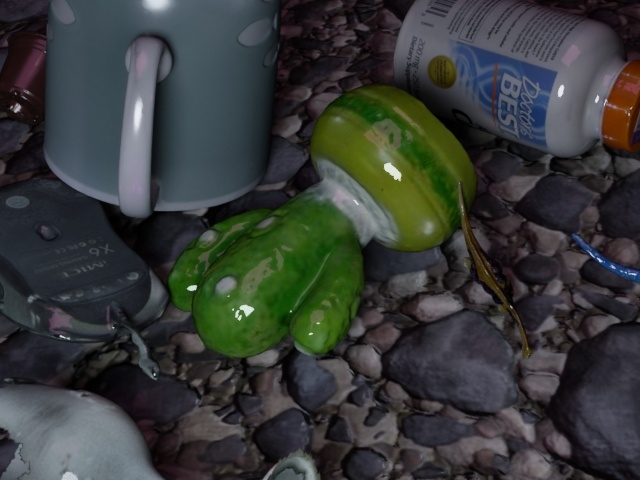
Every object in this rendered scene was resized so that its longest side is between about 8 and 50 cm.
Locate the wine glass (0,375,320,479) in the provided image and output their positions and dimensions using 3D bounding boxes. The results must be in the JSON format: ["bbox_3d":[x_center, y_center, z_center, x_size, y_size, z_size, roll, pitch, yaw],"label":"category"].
[{"bbox_3d":[-0.164,0.209,1.022,0.321,0.143,0.143,10,46,23],"label":"wine glass"}]

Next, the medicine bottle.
[{"bbox_3d":[0.238,-0.187,1.361,0.288,0.157,0.157,24,52,30],"label":"medicine bottle"}]

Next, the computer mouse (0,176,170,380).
[{"bbox_3d":[-0.260,0.049,1.231,0.167,0.090,0.379,-17,39,-31],"label":"computer mouse"}]

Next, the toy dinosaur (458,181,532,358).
[{"bbox_3d":[0.167,0.032,1.182,0.037,0.058,0.180,-30,82,-3],"label":"toy dinosaur"}]

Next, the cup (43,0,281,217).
[{"bbox_3d":[-0.175,-0.187,1.286,0.259,0.274,0.357,6,32,-3],"label":"cup"}]

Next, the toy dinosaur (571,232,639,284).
[{"bbox_3d":[0.390,0.071,1.091,0.329,0.144,0.076,12,49,39],"label":"toy dinosaur"}]

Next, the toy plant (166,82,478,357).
[{"bbox_3d":[0.000,0.000,1.220,0.316,0.184,0.224,-43,45,-11],"label":"toy plant"}]

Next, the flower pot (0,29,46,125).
[{"bbox_3d":[-0.366,-0.199,1.530,0.111,0.111,0.089,12,62,21],"label":"flower pot"}]
